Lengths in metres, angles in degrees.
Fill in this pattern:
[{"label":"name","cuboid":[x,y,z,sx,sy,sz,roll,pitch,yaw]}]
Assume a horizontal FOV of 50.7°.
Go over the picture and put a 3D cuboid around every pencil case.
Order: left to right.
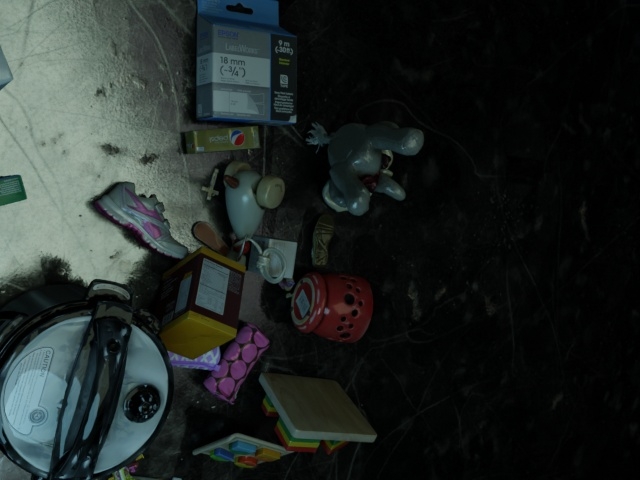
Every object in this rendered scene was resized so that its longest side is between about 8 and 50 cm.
[{"label":"pencil case","cuboid":[-0.353,0.279,1.685,0.206,0.088,0.086,8,120,-32]},{"label":"pencil case","cuboid":[-0.215,0.322,1.778,0.098,0.095,0.209,35,74,-5]}]

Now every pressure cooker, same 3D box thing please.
[{"label":"pressure cooker","cuboid":[-0.504,0.283,1.398,0.375,0.420,0.369,-32,111,-26]}]

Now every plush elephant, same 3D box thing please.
[{"label":"plush elephant","cuboid":[0.130,-0.193,1.872,0.272,0.330,0.255,-55,142,-2]}]

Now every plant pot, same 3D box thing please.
[{"label":"plant pot","cuboid":[0.026,0.177,1.860,0.174,0.191,0.191,14,86,-29]}]

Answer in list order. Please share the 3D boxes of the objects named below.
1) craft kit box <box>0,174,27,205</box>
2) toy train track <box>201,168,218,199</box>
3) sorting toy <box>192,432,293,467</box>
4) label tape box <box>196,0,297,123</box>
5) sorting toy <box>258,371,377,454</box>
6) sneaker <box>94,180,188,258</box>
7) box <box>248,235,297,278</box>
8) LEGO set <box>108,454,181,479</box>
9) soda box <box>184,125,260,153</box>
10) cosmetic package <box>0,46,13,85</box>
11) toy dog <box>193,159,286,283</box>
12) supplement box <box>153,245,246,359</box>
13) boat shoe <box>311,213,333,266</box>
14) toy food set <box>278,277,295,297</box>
[{"label":"craft kit box","cuboid":[-0.730,-0.076,1.329,0.250,0.247,0.061,-19,107,-29]},{"label":"toy train track","cuboid":[-0.277,-0.145,1.744,0.048,0.014,0.083,18,84,-32]},{"label":"sorting toy","cuboid":[-0.198,0.552,1.755,0.208,0.193,0.038,23,51,-33]},{"label":"label tape box","cuboid":[-0.187,-0.469,1.721,0.241,0.106,0.333,-2,96,-33]},{"label":"sorting toy","cuboid":[-0.022,0.476,1.827,0.255,0.257,0.089,14,107,-31]},{"label":"sneaker","cuboid":[-0.406,-0.049,1.619,0.252,0.103,0.111,42,74,-28]},{"label":"box","cuboid":[-0.128,0.043,1.802,0.087,0.101,0.102,7,92,-33]},{"label":"LEGO set","cuboid":[-0.434,0.576,1.650,0.132,0.107,0.287,-41,114,-23]},{"label":"soda box","cuboid":[-0.249,-0.257,1.725,0.181,0.061,0.058,-9,98,-31]},{"label":"cosmetic package","cuboid":[-0.720,-0.313,1.235,0.217,0.385,0.156,-26,108,-31]},{"label":"toy dog","cuboid":[-0.213,-0.044,1.695,0.161,0.220,0.333,6,82,-58]},{"label":"supplement box","cuboid":[-0.294,0.152,1.614,0.129,0.191,0.194,28,49,-30]},{"label":"boat shoe","cuboid":[0.002,0.001,1.920,0.056,0.048,0.153,7,83,-20]},{"label":"toy food set","cuboid":[-0.097,0.094,1.845,0.019,0.078,0.122,-4,80,-28]}]
